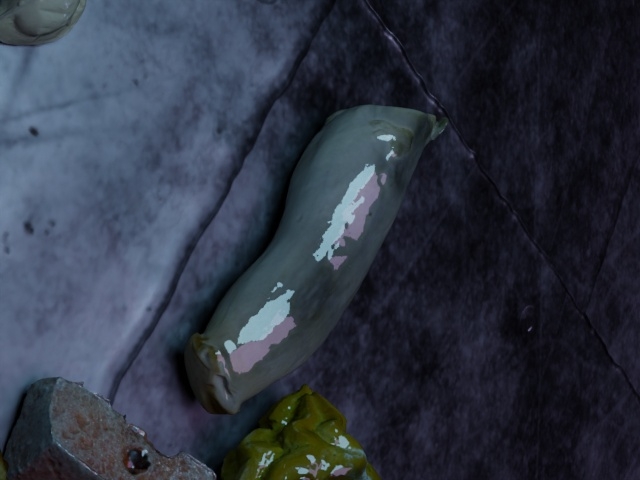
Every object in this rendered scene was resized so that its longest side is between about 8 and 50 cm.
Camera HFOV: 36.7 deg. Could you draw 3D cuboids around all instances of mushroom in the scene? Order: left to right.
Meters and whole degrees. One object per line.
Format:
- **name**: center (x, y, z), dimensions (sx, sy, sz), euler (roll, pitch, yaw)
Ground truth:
- **mushroom**: center (0.001, 0.002, 0.841), dimensions (0.109, 0.097, 0.351), euler (53, 57, -37)

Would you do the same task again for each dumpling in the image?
- **dumpling**: center (-0.184, -0.161, 0.654), dimensions (0.059, 0.043, 0.077), euler (63, 41, -60)

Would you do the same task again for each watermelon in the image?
- **watermelon**: center (-0.140, 0.203, 0.692), dimensions (0.241, 0.154, 0.094), euler (56, 16, -23)

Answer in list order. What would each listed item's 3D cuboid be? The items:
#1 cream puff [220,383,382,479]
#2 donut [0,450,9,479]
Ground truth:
- **cream puff**: center (-0.025, 0.202, 0.817), dimensions (0.146, 0.116, 0.146), euler (-11, 125, -16)
- **donut**: center (-0.290, 0.193, 0.510), dimensions (0.272, 0.107, 0.272), euler (-4, 95, -55)
